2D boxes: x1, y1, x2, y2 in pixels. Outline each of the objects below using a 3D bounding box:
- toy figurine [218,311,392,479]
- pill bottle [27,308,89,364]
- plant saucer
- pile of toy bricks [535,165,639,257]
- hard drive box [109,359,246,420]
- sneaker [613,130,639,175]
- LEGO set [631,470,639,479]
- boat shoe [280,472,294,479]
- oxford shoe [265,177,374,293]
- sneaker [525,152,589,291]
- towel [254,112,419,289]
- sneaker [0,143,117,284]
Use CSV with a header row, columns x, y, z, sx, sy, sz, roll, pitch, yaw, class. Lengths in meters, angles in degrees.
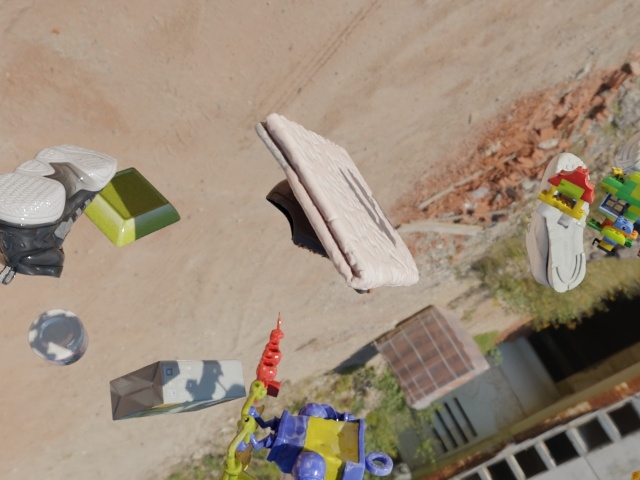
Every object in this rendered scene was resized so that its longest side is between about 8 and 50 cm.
x,y,z,sx,sy,sz,roll,pitch,yaw,class
-0.001,0.264,0.732,0.362,0.217,0.191,-78,-174,-76,toy figurine
-0.650,0.251,1.415,0.124,0.124,0.221,-20,169,-22,pill bottle
-0.438,-0.092,1.275,0.188,0.188,0.045,-33,162,-49,plant saucer
0.410,-0.047,0.741,0.118,0.212,0.105,-38,154,-46,pile of toy bricks
-0.313,0.328,1.248,0.181,0.089,0.232,-25,157,32,hard drive box
0.603,-0.179,0.943,0.237,0.085,0.086,-26,-174,-3,sneaker
0.337,0.369,0.650,0.287,0.107,0.132,-46,179,9,LEGO set
-0.004,0.412,0.801,0.098,0.277,0.096,-29,123,-6,boat shoe
0.000,0.000,1.061,0.098,0.271,0.097,-34,174,-14,oxford shoe
0.391,-0.033,0.957,0.090,0.235,0.095,-5,-164,-15,sneaker
0.044,-0.055,0.982,0.053,0.317,0.332,-35,164,19,towel
-0.388,-0.040,0.816,0.268,0.101,0.153,-75,-174,-66,sneaker
